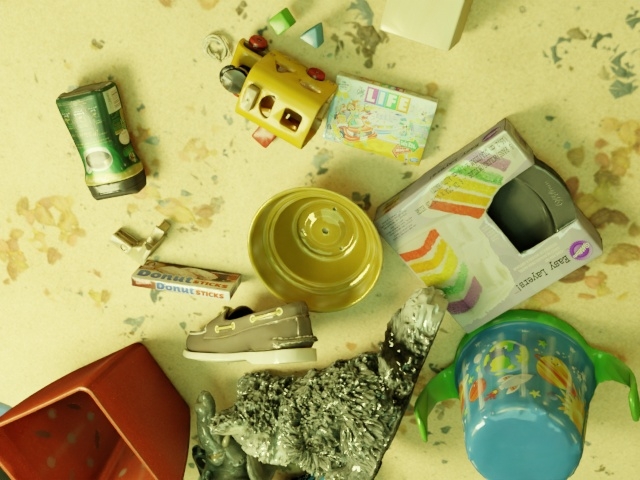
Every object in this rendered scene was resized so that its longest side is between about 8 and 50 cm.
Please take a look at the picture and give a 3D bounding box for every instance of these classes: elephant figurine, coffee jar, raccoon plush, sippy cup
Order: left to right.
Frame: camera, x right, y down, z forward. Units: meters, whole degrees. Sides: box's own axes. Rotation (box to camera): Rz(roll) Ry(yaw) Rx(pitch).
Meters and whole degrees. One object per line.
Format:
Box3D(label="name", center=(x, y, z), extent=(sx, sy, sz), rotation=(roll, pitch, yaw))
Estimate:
Box3D(label="coffee jar", center=(-0.350, -0.158, 1.323), extent=(0.096, 0.079, 0.184), rotation=(-8, 112, 14))
Box3D(label="elephant figurine", center=(-0.157, 0.416, 1.489), extent=(0.169, 0.239, 0.186), rotation=(7, 153, -9))
Box3D(label="raccoon plush", center=(0.008, 0.217, 1.379), extent=(0.299, 0.216, 0.446), rotation=(24, 104, 12))
Box3D(label="sippy cup", center=(0.316, 0.261, 1.276), extent=(0.240, 0.224, 0.305), rotation=(39, 118, -7))

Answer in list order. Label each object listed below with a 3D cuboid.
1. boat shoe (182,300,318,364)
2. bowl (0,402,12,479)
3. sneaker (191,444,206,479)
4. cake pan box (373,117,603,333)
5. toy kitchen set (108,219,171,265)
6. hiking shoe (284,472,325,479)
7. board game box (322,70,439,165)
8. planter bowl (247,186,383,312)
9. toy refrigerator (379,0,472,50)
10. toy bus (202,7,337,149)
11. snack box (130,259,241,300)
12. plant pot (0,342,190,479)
Box3D(label="boat shoe", center=(-0.125, 0.155, 1.367), extent=(0.324, 0.117, 0.096), rotation=(-9, 81, 51))
Box3D(label="bowl", center=(-0.712, 0.512, 1.742), extent=(0.391, 0.077, 0.391), rotation=(6, 116, 12))
Box3D(label="sneaker", center=(-0.202, 0.477, 1.594), extent=(0.067, 0.078, 0.188), rotation=(-10, 111, 19))
Box3D(label="cake pan box", center=(0.256, -0.018, 1.245), extent=(0.267, 0.070, 0.246), rotation=(-35, 105, 26))
Box3D(label="toy kitchen set", center=(-0.314, -0.004, 1.394), extent=(0.075, 0.068, 0.083), rotation=(36, 118, -4))
Box3D(label="hiking shoe", center=(-0.046, 0.498, 1.545), extent=(0.132, 0.113, 0.304), rotation=(33, 117, 0))
Box3D(label="board game box", center=(0.089, -0.183, 1.229), extent=(0.154, 0.026, 0.103), rotation=(17, 118, 6))
Box3D(label="planter bowl", center=(0.000, 0.000, 1.304), extent=(0.217, 0.090, 0.217), rotation=(6, 116, 12))
Box3D(label="toy refrigerator", center=(0.170, -0.398, 1.070), extent=(0.102, 0.094, 0.269), rotation=(21, 118, 12))
Box3D(label="toy bus", center=(-0.080, -0.220, 1.198), extent=(0.202, 0.104, 0.191), rotation=(-11, 114, 27))
Box3D(label="snack box", center=(-0.231, 0.068, 1.410), extent=(0.178, 0.064, 0.022), rotation=(8, 119, 10))
Box3D(label="plant pot", center=(-0.388, 0.342, 1.486), extent=(0.267, 0.236, 0.267), rotation=(-25, 106, 24))
